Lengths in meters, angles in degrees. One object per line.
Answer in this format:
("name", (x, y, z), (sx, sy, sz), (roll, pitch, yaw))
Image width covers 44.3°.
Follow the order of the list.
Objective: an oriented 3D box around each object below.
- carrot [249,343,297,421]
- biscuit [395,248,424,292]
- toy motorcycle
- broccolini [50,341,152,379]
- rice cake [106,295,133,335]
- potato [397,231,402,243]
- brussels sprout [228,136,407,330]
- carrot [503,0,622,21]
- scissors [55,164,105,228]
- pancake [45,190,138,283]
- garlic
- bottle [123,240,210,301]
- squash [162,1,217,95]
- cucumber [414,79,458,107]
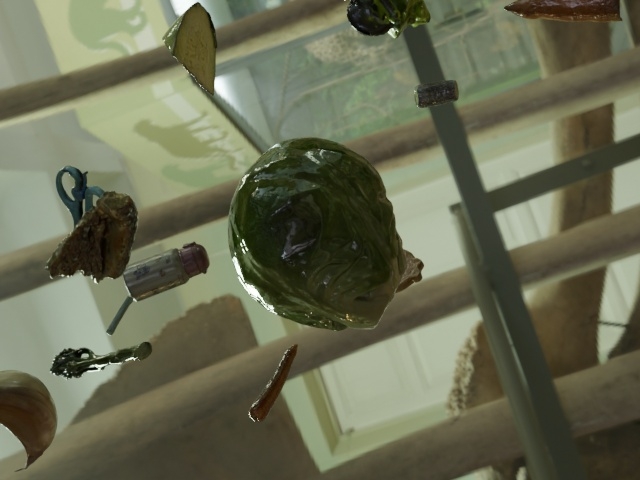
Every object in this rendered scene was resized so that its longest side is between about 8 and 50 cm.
("carrot", (-0.089, 0.282, 1.573), (0.190, 0.037, 0.037), (-59, -43, -38))
("biscuit", (0.141, 0.091, 1.899), (0.036, 0.225, 0.166), (59, -172, -41))
("toy motorcycle", (0.093, -0.538, 1.473), (0.142, 0.206, 0.342), (83, 162, -78))
("broccolini", (-0.503, 0.267, 1.759), (0.079, 0.392, 0.074), (53, -130, -15))
("rice cake", (-0.555, 0.208, 2.172), (0.121, 0.021, 0.022), (-61, -11, -17))
("potato", (0.084, -0.017, 1.607), (0.178, 0.109, 0.118), (34, -159, -22))
("brussels sprout", (-0.004, 0.004, 1.383), (0.354, 0.289, 0.281), (41, 150, -5))
("carrot", (0.432, -0.418, 1.400), (0.072, 0.205, 0.072), (-2, -90, -79))
("scissors", (-0.684, -0.050, 2.246), (0.032, 0.180, 0.393), (-48, -15, -43))
("pancake", (-0.443, 0.025, 1.543), (0.244, 0.057, 0.266), (-46, -18, -52))
("garlic", (-0.561, 0.329, 1.507), (0.207, 0.115, 0.128), (65, -153, -26))
("bottle", (-0.423, 0.081, 2.183), (0.110, 0.233, 0.110), (159, 90, -90))
("squash", (-0.337, -0.547, 2.153), (0.204, 0.155, 0.237), (51, -179, 26))
("cucumber", (0.292, -0.367, 1.972), (0.064, 0.112, 0.064), (-7, -90, -84))
